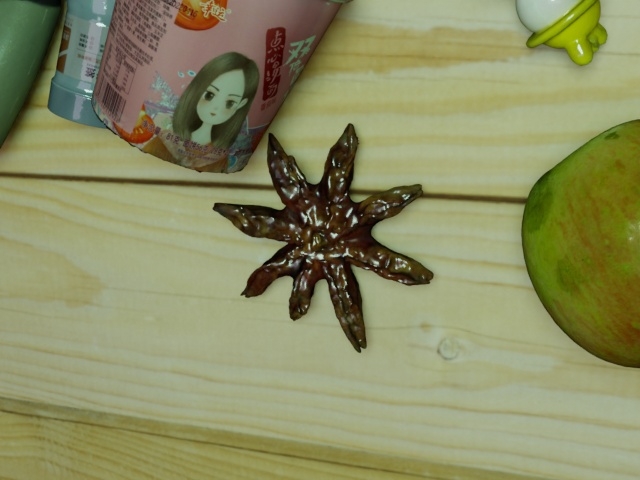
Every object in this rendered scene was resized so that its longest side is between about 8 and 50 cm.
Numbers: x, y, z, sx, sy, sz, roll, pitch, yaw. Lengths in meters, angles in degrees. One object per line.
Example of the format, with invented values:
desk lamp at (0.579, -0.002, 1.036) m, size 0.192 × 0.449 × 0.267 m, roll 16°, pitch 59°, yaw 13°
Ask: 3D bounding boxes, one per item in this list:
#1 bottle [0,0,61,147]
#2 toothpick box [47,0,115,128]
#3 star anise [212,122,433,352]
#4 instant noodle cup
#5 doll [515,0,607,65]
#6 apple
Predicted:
bottle at (-0.409, -0.278, 0.838) m, size 0.168 × 0.168 × 0.347 m, roll 37°, pitch 108°, yaw 4°
toothpick box at (-0.272, -0.225, 0.844) m, size 0.101 × 0.101 × 0.153 m, roll 20°, pitch 108°, yaw 10°
star anise at (0.000, 0.001, 0.832) m, size 0.288 × 0.088 × 0.289 m, roll 5°, pitch 107°, yaw 16°
instant noodle cup at (-0.118, -0.217, 0.738) m, size 0.242 × 0.243 × 0.231 m, roll 32°, pitch 116°, yaw 6°
doll at (0.208, -0.283, 0.679) m, size 0.098 × 0.135 × 0.241 m, roll -33°, pitch 105°, yaw 23°
apple at (0.327, -0.004, 0.686) m, size 0.246 × 0.246 × 0.226 m, roll -42°, pitch 71°, yaw 21°
